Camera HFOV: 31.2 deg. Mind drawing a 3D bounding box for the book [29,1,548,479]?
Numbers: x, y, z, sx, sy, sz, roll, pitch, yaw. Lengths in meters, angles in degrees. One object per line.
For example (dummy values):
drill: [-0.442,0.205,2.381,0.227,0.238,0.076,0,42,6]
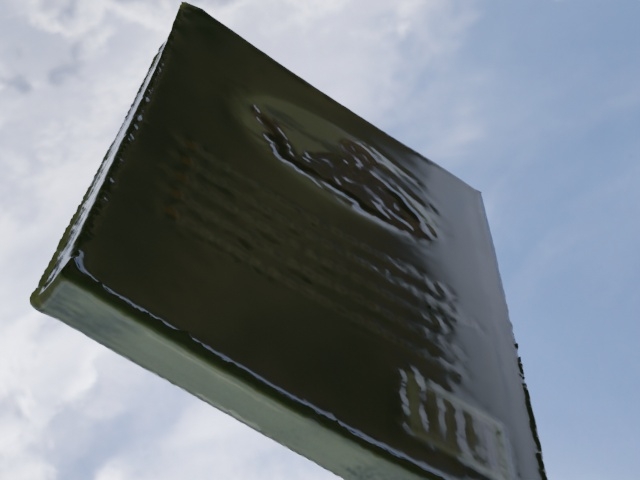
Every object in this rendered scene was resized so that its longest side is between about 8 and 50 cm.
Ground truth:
book: [0.000,0.000,0.641,0.260,0.043,0.371,31,-156,-13]
